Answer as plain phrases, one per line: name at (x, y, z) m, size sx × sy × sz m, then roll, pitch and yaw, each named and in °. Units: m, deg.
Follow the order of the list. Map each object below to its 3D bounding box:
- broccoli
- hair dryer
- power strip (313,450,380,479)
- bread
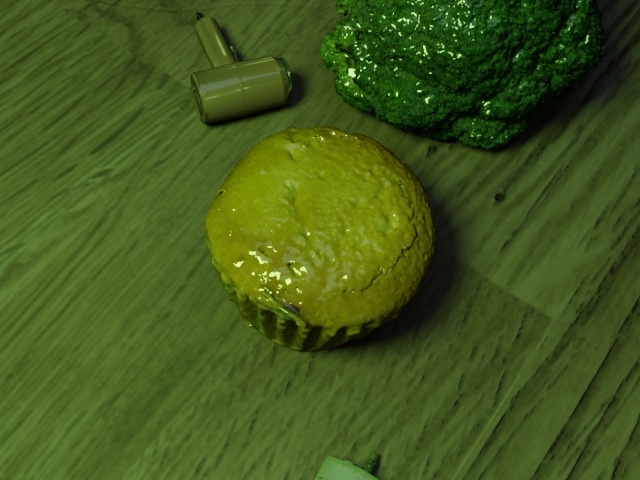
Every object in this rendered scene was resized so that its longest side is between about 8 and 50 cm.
broccoli at (0.162, -0.273, 0.937) m, size 0.321 × 0.304 × 0.283 m, roll 3°, pitch 28°, yaw -5°
hair dryer at (-0.116, -0.225, 0.992) m, size 0.117 × 0.064 × 0.182 m, roll -17°, pitch 56°, yaw -14°
power strip at (-0.001, 0.282, 0.703) m, size 0.079 × 0.029 × 0.227 m, roll 26°, pitch 60°, yaw 12°
bread at (0.001, -0.004, 0.813) m, size 0.239 × 0.139 × 0.240 m, roll 2°, pitch 59°, yaw -3°
